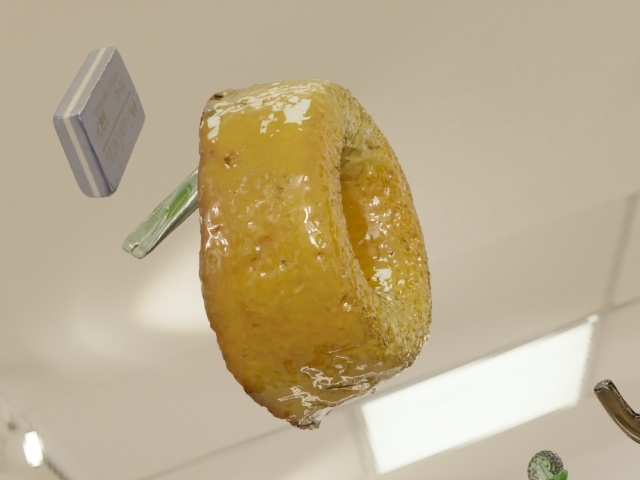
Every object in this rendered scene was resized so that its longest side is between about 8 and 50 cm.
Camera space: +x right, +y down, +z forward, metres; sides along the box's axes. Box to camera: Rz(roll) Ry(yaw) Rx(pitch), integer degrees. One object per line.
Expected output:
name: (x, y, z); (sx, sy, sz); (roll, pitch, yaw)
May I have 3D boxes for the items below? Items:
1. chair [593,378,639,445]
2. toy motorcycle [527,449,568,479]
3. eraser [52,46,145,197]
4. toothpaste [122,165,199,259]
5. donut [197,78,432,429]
chair: (0.333, 0.034, 1.022); (0.272, 0.166, 0.188); (-31, -11, 36)
toy motorcycle: (0.277, 0.361, 1.720); (0.106, 0.190, 0.074); (16, -8, 46)
eraser: (-0.204, -0.113, 1.268); (0.036, 0.225, 0.082); (-16, -67, 9)
toothpaste: (-0.114, -0.055, 1.326); (0.197, 0.048, 0.029); (-45, -56, -12)
donut: (0.000, -0.003, 1.055); (0.108, 0.277, 0.277); (-18, -23, 21)
